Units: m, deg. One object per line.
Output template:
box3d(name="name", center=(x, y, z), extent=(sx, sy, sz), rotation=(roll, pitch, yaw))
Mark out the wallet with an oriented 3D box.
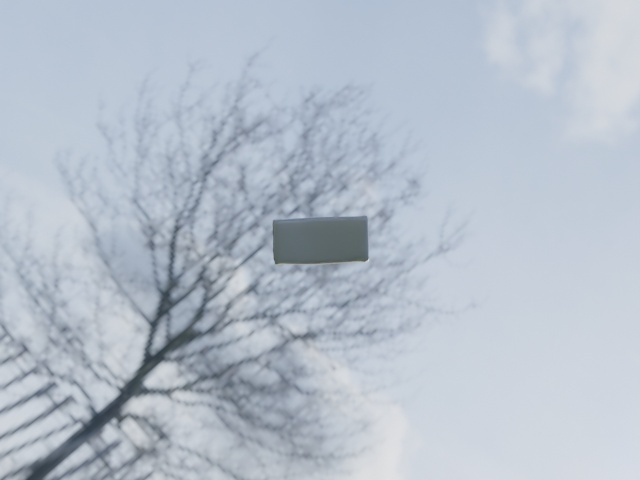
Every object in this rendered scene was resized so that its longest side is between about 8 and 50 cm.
box3d(name="wallet", center=(0.000, 0.000, 1.655), extent=(0.025, 0.122, 0.061), rotation=(-98, -174, -77))
